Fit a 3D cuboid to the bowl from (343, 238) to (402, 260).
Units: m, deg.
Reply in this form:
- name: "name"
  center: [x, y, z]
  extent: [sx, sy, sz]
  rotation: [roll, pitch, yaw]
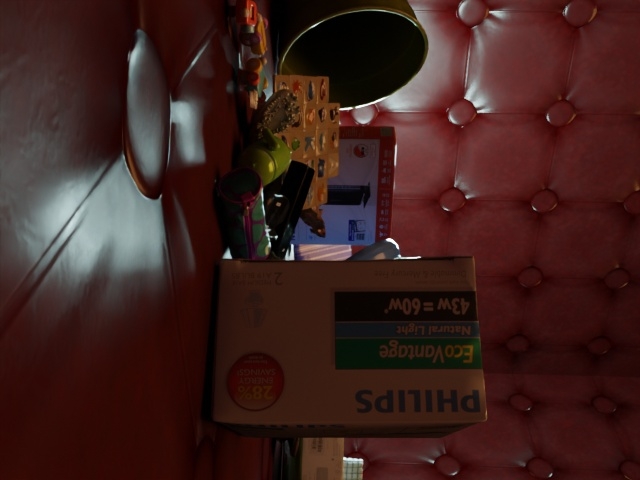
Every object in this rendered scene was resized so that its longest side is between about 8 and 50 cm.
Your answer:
- name: "bowl"
  center: [0.069, 0.147, 1.853]
  extent: [0.077, 0.391, 0.391]
  rotation: [53, -9, 15]

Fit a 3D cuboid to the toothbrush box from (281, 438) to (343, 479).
- name: "toothbrush box"
  center: [-0.026, 0.602, 1.832]
  extent: [0.283, 0.122, 0.206]
  rotation: [123, -29, -69]

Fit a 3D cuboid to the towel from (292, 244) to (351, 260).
- name: "towel"
  center: [0.000, 0.000, 2.076]
  extent: [0.243, 0.040, 0.336]
  rotation: [-13, 102, -44]

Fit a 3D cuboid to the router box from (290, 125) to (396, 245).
- name: "router box"
  center: [0.048, -0.144, 1.837]
  extent: [0.082, 0.301, 0.335]
  rotation: [-87, 176, -56]

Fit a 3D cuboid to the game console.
- name: "game console"
  center: [-0.081, -0.049, 1.210]
  extent: [0.361, 0.044, 0.213]
  rotation: [0, 111, -84]

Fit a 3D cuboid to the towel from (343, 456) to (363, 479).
- name: "towel"
  center: [0.004, 0.788, 2.009]
  extent: [0.121, 0.235, 0.283]
  rotation: [94, -1, -66]

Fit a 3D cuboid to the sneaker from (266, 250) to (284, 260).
- name: "sneaker"
  center: [-0.087, 0.067, 1.175]
  extent: [0.076, 0.065, 0.166]
  rotation: [-49, 170, -11]

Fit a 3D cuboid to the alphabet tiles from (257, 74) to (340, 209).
- name: "alphabet tiles"
  center: [-0.040, -0.205, 1.436]
  extent: [0.342, 0.011, 0.285]
  rotation: [-22, 115, -60]

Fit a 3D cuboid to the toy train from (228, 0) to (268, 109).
- name: "toy train"
  center: [-0.113, -0.284, 1.008]
  extent: [0.125, 0.046, 0.166]
  rotation: [-63, 155, -69]

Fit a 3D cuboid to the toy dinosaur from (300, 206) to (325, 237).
- name: "toy dinosaur"
  center: [-0.044, -0.166, 1.653]
  extent: [0.200, 0.127, 0.295]
  rotation: [88, 5, -55]

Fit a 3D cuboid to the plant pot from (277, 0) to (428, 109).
- name: "plant pot"
  center: [0.047, -0.577, 1.674]
  extent: [0.366, 0.366, 0.353]
  rotation: [86, -7, -66]

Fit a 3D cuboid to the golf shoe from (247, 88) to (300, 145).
- name: "golf shoe"
  center: [-0.090, -0.208, 1.121]
  extent: [0.176, 0.069, 0.086]
  rotation: [-50, -128, 55]

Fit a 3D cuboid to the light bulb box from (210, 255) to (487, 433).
- name: "light bulb box"
  center: [0.039, 0.181, 1.033]
  extent: [0.361, 0.358, 0.225]
  rotation: [88, 1, -70]

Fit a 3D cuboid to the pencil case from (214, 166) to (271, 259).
- name: "pencil case"
  center: [-0.107, -0.030, 0.952]
  extent: [0.151, 0.064, 0.070]
  rotation: [87, -12, -51]

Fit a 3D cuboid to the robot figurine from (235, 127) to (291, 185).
- name: "robot figurine"
  center: [-0.091, -0.125, 1.070]
  extent: [0.101, 0.067, 0.115]
  rotation: [-52, 178, 36]

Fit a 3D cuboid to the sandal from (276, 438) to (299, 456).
- name: "sandal"
  center: [-0.092, 0.480, 1.743]
  extent: [0.219, 0.060, 0.090]
  rotation: [-119, -146, -65]
